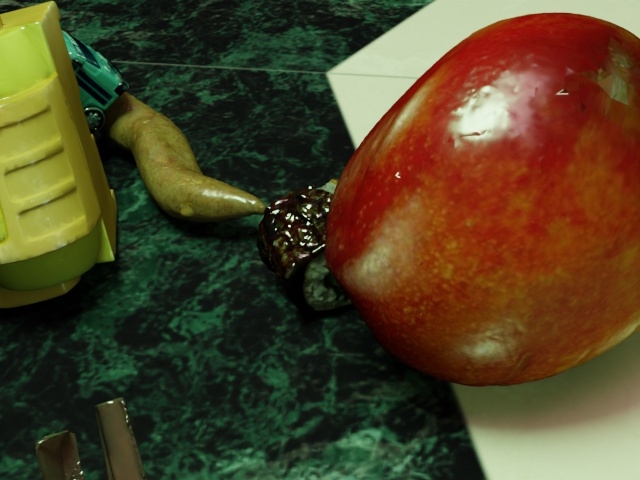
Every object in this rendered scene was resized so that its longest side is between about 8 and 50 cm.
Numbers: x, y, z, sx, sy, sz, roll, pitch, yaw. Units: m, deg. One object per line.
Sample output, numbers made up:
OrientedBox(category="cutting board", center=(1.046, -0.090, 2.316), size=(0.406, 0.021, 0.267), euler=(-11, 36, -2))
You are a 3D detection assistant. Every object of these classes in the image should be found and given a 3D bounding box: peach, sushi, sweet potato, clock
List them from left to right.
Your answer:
OrientedBox(category="clock", center=(-0.350, -0.055, 0.844), size=(0.317, 0.244, 0.200), euler=(-12, 22, 2))
OrientedBox(category="sweet potato", center=(-0.147, -0.073, 0.959), size=(0.067, 0.059, 0.281), euler=(-16, 39, -28))
OrientedBox(category="sushi", center=(0.000, 0.001, 0.817), size=(0.094, 0.098, 0.084), euler=(-23, 41, -14))
OrientedBox(category="peach", center=(0.134, -0.033, 0.712), size=(0.275, 0.245, 0.249), euler=(-30, 51, -27))

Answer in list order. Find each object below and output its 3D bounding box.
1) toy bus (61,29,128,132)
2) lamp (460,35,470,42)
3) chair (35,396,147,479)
OrientedBox(category="toy bus", center=(-0.275, -0.129, 0.979), size=(0.160, 0.092, 0.079), euler=(-44, 46, 4))
OrientedBox(category="lamp", center=(0.303, -0.142, 0.987), size=(0.371, 0.108, 0.130), euler=(0, 51, 32))
OrientedBox(category="chair", center=(-0.135, 0.263, 0.520), size=(0.176, 0.183, 0.326), euler=(-16, 85, -11))
